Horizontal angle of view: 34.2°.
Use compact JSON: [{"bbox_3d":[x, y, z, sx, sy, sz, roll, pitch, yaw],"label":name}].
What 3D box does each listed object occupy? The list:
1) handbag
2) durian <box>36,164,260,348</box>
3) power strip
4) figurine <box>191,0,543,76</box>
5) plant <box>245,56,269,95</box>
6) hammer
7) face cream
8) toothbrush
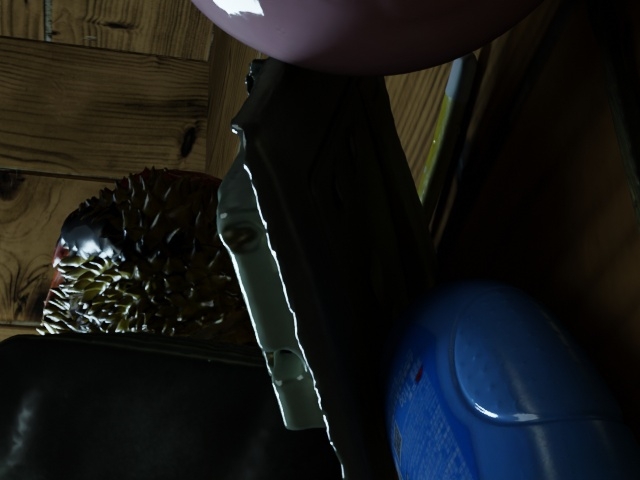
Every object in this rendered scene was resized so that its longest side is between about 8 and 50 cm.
[{"bbox_3d":[-0.116,0.212,0.879,0.240,0.340,0.247,64,-149,-77],"label":"handbag"},{"bbox_3d":[-0.166,0.082,1.191,0.384,0.347,0.348,-77,-5,-73],"label":"durian"},{"bbox_3d":[-0.001,-0.001,0.606,0.251,0.092,0.257,-60,-40,-55],"label":"power strip"},{"bbox_3d":[0.038,-0.180,0.456,0.211,0.261,0.270,81,179,-59],"label":"figurine"},{"bbox_3d":[-0.049,-0.180,1.278,0.143,0.094,0.092,163,123,-83],"label":"plant"},{"bbox_3d":[0.128,-0.127,0.496,0.058,0.029,0.292,110,160,-58],"label":"hammer"},{"bbox_3d":[0.086,0.116,0.425,0.264,0.083,0.149,-107,19,-64],"label":"face cream"},{"bbox_3d":[0.070,-0.003,0.750,0.021,0.024,0.288,-104,24,-54],"label":"toothbrush"}]
